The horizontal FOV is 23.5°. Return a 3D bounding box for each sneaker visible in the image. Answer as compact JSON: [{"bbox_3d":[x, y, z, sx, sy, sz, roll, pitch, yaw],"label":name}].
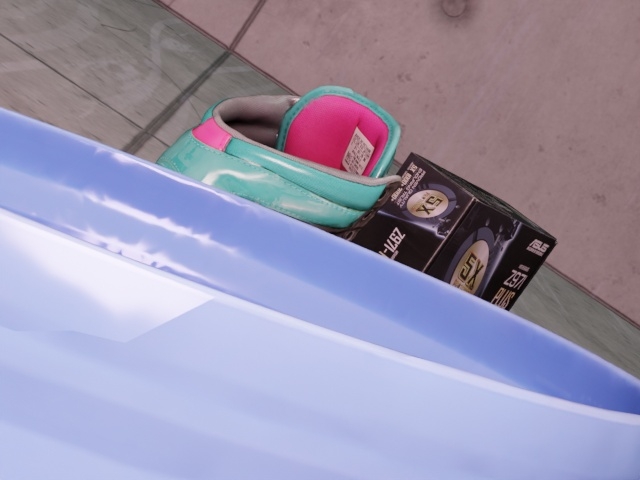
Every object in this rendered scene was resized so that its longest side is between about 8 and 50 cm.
[{"bbox_3d":[0.000,0.000,0.949,0.295,0.178,0.124,25,13,-49],"label":"sneaker"}]

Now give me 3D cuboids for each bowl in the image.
[{"bbox_3d":[-0.074,0.018,0.533,0.391,0.077,0.391,21,3,-1],"label":"bowl"}]

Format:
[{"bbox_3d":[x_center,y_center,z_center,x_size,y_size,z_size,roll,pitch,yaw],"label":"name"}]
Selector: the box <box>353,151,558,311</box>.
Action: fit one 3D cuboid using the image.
[{"bbox_3d":[0.104,0.023,1.328,0.077,0.147,0.180,39,9,32],"label":"box"}]
